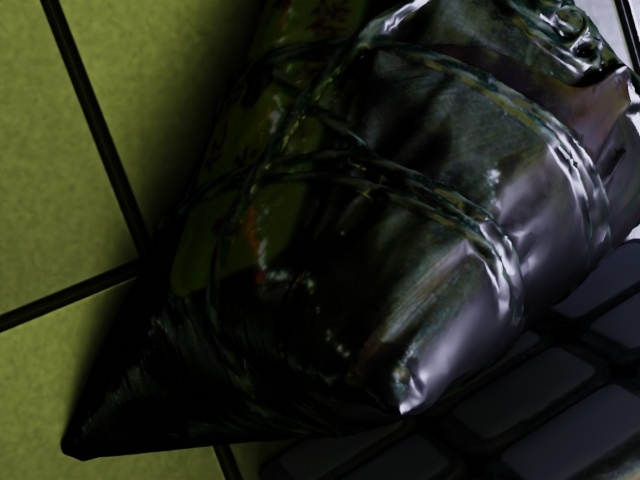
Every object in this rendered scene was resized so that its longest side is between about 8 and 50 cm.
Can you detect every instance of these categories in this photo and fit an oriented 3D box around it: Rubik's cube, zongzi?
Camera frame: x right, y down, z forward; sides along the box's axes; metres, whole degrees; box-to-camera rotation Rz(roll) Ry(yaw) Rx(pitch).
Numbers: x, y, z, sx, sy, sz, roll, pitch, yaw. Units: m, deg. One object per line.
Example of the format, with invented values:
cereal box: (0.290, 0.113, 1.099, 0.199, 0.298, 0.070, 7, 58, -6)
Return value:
Rubik's cube: (0.181, 0.208, 1.063, 0.304, 0.301, 0.305, -30, 104, -6)
zongzi: (0.000, 0.000, 1.050, 0.319, 0.362, 0.383, 45, 50, -19)
